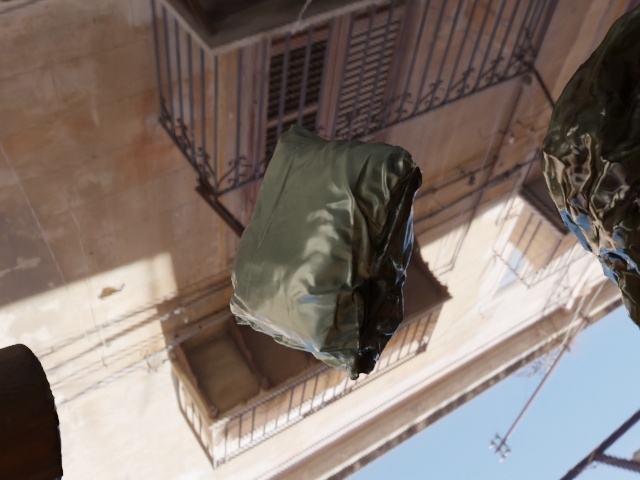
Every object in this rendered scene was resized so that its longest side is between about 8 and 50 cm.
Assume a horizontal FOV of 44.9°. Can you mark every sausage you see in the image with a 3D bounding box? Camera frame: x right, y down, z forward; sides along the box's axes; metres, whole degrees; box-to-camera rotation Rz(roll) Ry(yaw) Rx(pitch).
[{"bbox_3d":[-0.327,0.170,0.565,0.253,0.123,0.123,-16,-127,-35],"label":"sausage"}]

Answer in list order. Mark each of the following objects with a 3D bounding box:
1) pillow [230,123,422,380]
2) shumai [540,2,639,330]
[{"bbox_3d":[0.000,0.000,0.948,0.138,0.283,0.310,10,-176,-33],"label":"pillow"},{"bbox_3d":[0.224,0.006,0.311,0.256,0.189,0.218,32,-149,-12],"label":"shumai"}]
